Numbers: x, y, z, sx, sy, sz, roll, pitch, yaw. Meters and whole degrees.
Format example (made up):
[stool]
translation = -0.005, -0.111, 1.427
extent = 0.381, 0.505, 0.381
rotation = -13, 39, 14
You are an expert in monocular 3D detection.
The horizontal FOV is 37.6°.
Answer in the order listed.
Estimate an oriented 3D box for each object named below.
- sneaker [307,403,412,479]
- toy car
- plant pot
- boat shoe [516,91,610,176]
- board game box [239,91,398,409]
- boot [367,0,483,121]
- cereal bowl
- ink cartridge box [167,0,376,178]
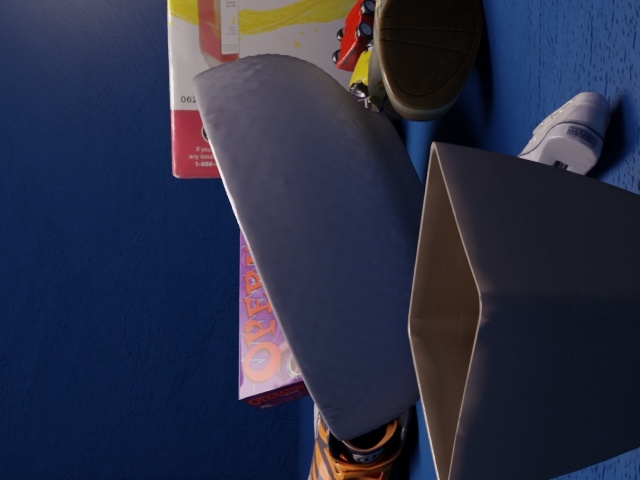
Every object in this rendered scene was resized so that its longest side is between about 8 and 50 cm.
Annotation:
[sneaker]
translation = 0.034, 0.267, 1.036
extent = 0.180, 0.125, 0.321
rotation = 102, 167, -75
[toy car]
translation = 0.029, -0.147, 1.035
extent = 0.225, 0.053, 0.239
rotation = -59, 19, 16
[plant pot]
translation = 0.095, 0.032, 0.389
extent = 0.109, 0.096, 0.109
rotation = -96, 8, -53
[boat shoe]
translation = 0.123, -0.048, 0.480
extent = 0.035, 0.035, 0.100
rotation = -63, -6, -13
[board game box]
translation = 0.000, 0.000, 1.066
extent = 0.056, 0.208, 0.346
rotation = 30, -134, -43
[boot]
translation = 0.077, -0.148, 0.770
extent = 0.165, 0.077, 0.213
rotation = 98, 176, -58
[cereal bowl]
translation = 0.019, -0.009, 0.804
extent = 0.339, 0.141, 0.339
rotation = -22, -90, -88
[ink cartridge box]
translation = -0.062, -0.286, 1.243
extent = 0.160, 0.279, 0.384
rotation = -105, 15, -71
